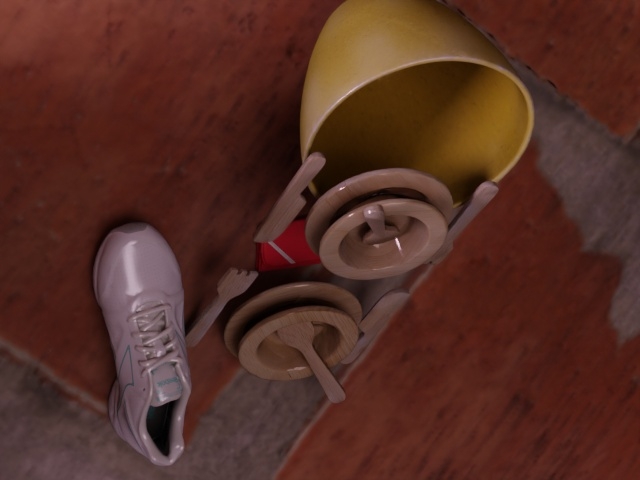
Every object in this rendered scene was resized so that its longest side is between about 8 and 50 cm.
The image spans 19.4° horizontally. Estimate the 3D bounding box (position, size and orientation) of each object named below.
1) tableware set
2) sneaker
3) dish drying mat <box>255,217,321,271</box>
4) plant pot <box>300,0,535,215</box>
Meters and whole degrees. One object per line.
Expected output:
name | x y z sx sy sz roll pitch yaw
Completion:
tableware set | 0.012 0.030 1.099 0.128 0.039 0.194 8 139 -29
sneaker | -0.097 0.062 1.100 0.053 0.061 0.152 -13 115 -19
dish drying mat | 0.000 0.000 1.152 0.083 0.008 0.032 -8 114 -24
plant pot | 0.045 -0.089 1.072 0.134 0.095 0.134 -11 142 -8
